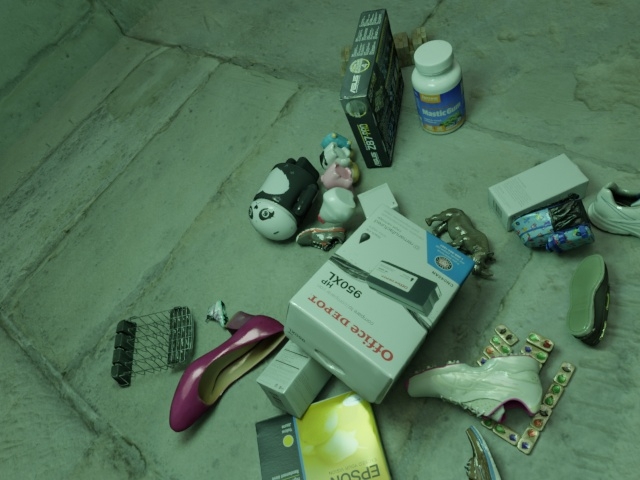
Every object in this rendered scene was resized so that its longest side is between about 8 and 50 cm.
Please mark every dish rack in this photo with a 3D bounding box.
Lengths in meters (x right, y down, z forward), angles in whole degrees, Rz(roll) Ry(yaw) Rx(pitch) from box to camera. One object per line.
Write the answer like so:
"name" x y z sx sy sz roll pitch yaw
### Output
"dish rack" -0.501 0.311 1.505 0.271 0.074 0.208 -15 56 9

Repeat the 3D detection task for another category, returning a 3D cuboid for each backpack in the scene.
"backpack" 0.584 -0.029 1.262 0.173 0.158 0.117 -19 71 25

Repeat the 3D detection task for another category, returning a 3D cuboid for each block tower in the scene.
"block tower" 0.232 -0.696 1.862 0.335 0.097 0.091 -10 55 16

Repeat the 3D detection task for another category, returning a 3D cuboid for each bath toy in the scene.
"bath toy" 0.052 -0.177 1.542 0.129 0.151 0.348 -46 28 38

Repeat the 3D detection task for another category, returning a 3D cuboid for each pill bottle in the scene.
"pill bottle" 0.367 -0.475 1.555 0.152 0.272 0.152 -10 56 15

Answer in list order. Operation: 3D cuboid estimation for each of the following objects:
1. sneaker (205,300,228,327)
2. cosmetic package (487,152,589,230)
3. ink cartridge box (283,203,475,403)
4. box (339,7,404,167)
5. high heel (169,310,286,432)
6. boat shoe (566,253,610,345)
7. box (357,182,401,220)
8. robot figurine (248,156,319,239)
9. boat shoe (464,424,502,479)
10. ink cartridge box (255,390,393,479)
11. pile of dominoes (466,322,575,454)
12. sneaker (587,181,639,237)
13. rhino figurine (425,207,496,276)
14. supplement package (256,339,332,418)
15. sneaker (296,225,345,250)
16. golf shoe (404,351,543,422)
"sneaker" -0.318 0.234 1.506 0.069 0.038 0.098 -27 44 5
"cosmetic package" 0.592 -0.131 1.366 0.231 0.085 0.117 -23 54 3
"ink cartridge box" 0.143 0.138 1.200 0.285 0.166 0.395 34 56 16
"box" 0.180 -0.484 1.605 0.097 0.318 0.395 1 60 21
"high heel" -0.247 0.355 1.335 0.181 0.127 0.377 9 59 38
"boat shoe" 0.642 0.139 1.182 0.081 0.068 0.228 -24 34 58
"box" 0.179 -0.096 1.496 0.101 0.087 0.102 -23 53 6
"robot figurine" -0.113 -0.135 1.576 0.173 0.209 0.278 29 68 0
"boat shoe" 0.345 0.492 1.065 0.066 0.066 0.183 -23 53 7
"ink cartridge box" 0.009 0.538 1.164 0.303 0.072 0.307 -20 51 6
"pile of dominoes" 0.446 0.325 1.151 0.196 0.040 0.251 27 71 32
"sneaker" 0.809 -0.051 1.202 0.297 0.129 0.111 22 67 30
"rhino figurine" 0.395 0.004 1.359 0.106 0.073 0.243 -32 54 2
"supplement package" -0.054 0.332 1.258 0.105 0.105 0.179 8 43 43
"sneaker" 0.000 0.000 1.522 0.157 0.061 0.065 -11 62 15
"golf shoe" 0.341 0.341 1.121 0.306 0.115 0.140 -15 61 22
